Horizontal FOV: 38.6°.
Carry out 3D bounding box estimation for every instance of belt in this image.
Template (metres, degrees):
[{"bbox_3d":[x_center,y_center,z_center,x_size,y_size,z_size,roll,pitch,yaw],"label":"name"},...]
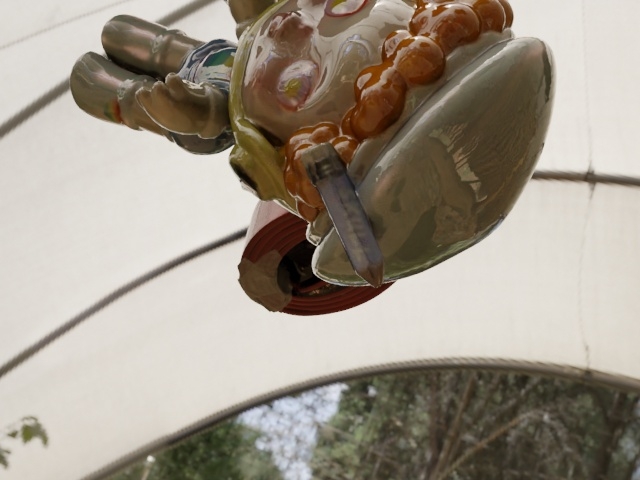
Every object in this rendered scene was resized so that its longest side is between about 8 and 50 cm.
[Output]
[{"bbox_3d":[0.000,0.000,1.432,0.323,0.115,0.227,-31,-57,35],"label":"belt"}]

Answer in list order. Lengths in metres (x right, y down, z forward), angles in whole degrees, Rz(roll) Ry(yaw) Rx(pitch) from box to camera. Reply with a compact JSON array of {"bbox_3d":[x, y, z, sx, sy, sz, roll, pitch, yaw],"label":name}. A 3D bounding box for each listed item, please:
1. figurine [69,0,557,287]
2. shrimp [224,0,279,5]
[{"bbox_3d":[-0.008,-0.108,0.688,0.381,0.224,0.205,31,-22,38],"label":"figurine"},{"bbox_3d":[-0.010,-0.203,0.987,0.317,0.062,0.164,39,-11,7],"label":"shrimp"}]
